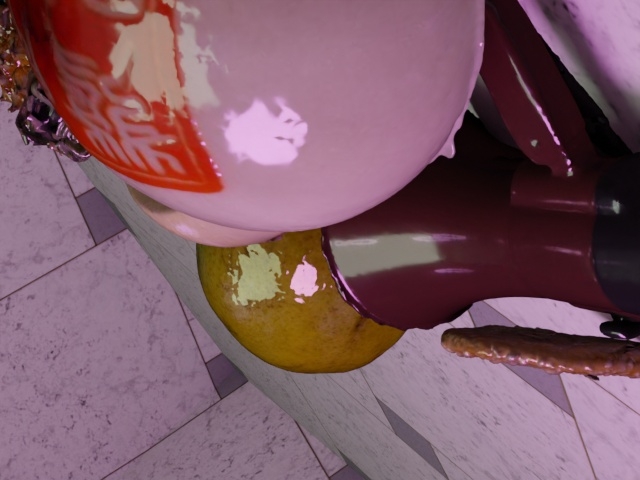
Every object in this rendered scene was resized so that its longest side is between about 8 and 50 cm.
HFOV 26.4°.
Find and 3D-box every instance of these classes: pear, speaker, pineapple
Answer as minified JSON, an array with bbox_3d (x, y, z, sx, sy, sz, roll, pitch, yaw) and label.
[{"bbox_3d":[0.000,0.000,1.377,0.253,0.253,0.307,43,154,19],"label":"pear"},{"bbox_3d":[0.156,-0.055,0.998,0.329,0.198,0.259,-3,98,58],"label":"speaker"},{"bbox_3d":[-0.269,-0.175,1.568,0.262,0.262,0.272,55,-173,-30],"label":"pineapple"}]

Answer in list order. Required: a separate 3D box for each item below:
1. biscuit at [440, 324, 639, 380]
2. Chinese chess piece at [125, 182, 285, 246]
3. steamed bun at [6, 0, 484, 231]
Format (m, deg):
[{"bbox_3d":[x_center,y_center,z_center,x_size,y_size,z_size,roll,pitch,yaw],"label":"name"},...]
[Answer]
[{"bbox_3d":[0.207,0.093,1.149,0.219,0.033,0.220,6,180,0],"label":"biscuit"},{"bbox_3d":[-0.074,-0.121,1.214,0.104,0.257,0.257,19,-173,-36],"label":"Chinese chess piece"},{"bbox_3d":[-0.076,-0.179,0.876,0.374,0.241,0.374,44,143,47],"label":"steamed bun"}]
